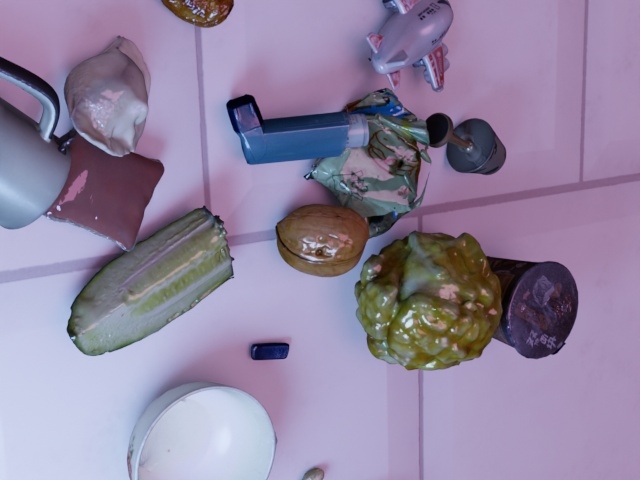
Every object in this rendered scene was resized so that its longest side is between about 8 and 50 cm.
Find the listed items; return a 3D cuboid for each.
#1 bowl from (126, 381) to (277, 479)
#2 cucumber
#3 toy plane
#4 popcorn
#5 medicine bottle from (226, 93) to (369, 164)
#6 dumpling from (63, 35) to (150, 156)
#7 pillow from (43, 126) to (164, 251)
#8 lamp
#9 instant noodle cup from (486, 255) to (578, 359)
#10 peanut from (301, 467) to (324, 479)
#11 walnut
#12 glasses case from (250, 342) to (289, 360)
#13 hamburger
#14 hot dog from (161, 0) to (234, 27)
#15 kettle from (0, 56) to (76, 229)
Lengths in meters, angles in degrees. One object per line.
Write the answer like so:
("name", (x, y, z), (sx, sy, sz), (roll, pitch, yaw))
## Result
("bowl", (-0.233, 0.380, 1.685), (0.277, 0.145, 0.277), (-7, 102, -34))
("cucumber", (-0.303, 0.079, 1.609), (0.325, 0.105, 0.145), (-38, 144, -22))
("toy plane", (0.181, -0.404, 1.812), (0.252, 0.118, 0.252), (1, 89, -44))
("popcorn", (0.230, 0.120, 1.858), (0.335, 0.279, 0.274), (-1, 117, -26))
("medicine bottle", (-0.042, -0.206, 1.690), (0.258, 0.079, 0.124), (-4, 111, -10))
("dumpling", (-0.336, -0.221, 1.508), (0.126, 0.216, 0.166), (-26, 126, 6))
("pillow", (-0.363, -0.088, 1.546), (0.179, 0.075, 0.171), (26, 78, -36))
("lamp", (0.303, -0.205, 1.934), (0.214, 0.121, 0.121), (20, 88, -45))
("instant noodle cup", (0.418, 0.134, 2.029), (0.217, 0.207, 0.217), (-7, 103, -33))
("peanut", (-0.026, 0.505, 1.912), (0.083, 0.037, 0.037), (-43, 119, -22))
("walnut", (0.000, 0.000, 1.758), (0.180, 0.144, 0.144), (11, 94, -4))
("glasses case", (-0.101, 0.217, 1.813), (0.083, 0.023, 0.033), (2, 103, -32))
("hamburger", (0.127, -0.137, 1.817), (0.260, 0.150, 0.276), (-45, 121, -16))
("hot dog", (-0.219, -0.429, 1.582), (0.147, 0.065, 0.099), (27, 84, -23))
("kettle", (-0.495, -0.163, 1.350), (0.240, 0.165, 0.255), (-38, 134, 12))
